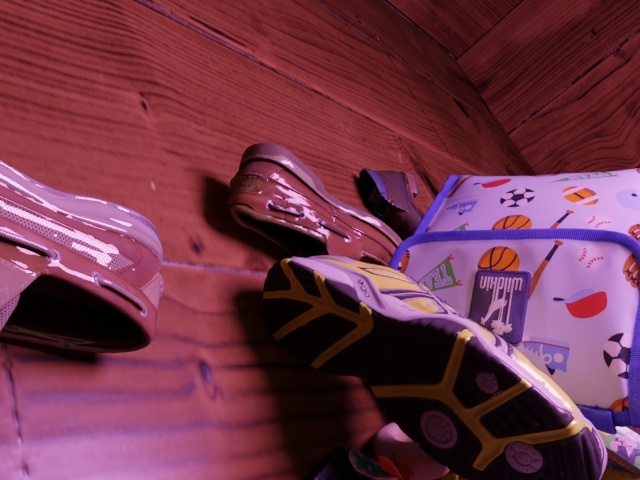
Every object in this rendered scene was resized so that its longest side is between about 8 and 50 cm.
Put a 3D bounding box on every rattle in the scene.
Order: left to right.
[{"bbox_3d":[0.107,0.269,0.647,0.130,0.142,0.200,10,8,21],"label":"rattle"}]

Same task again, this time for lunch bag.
[{"bbox_3d":[0.280,0.066,0.798,0.385,0.328,0.238,-51,130,-41],"label":"lunch bag"}]

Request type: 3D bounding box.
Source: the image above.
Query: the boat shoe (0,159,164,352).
[{"bbox_3d":[-0.241,0.015,0.407,0.324,0.123,0.116,16,45,-45],"label":"boat shoe"}]

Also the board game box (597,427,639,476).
[{"bbox_3d":[0.498,0.371,0.871,0.317,0.046,0.213,33,-21,21],"label":"board game box"}]

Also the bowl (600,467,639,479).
[{"bbox_3d":[0.475,0.469,0.826,0.289,0.289,0.156,44,71,-12],"label":"bowl"}]

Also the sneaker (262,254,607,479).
[{"bbox_3d":[0.116,0.109,0.626,0.385,0.145,0.147,33,31,31],"label":"sneaker"}]

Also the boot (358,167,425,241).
[{"bbox_3d":[0.130,-0.047,1.100,0.106,0.082,0.219,11,46,-19],"label":"boot"}]

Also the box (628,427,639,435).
[{"bbox_3d":[0.570,0.330,0.983,0.167,0.203,0.168,-47,129,-25],"label":"box"}]

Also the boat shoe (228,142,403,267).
[{"bbox_3d":[0.000,0.000,0.811,0.307,0.111,0.104,33,57,-28],"label":"boat shoe"}]

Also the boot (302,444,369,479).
[{"bbox_3d":[0.024,0.260,0.571,0.099,0.045,0.121,52,21,11],"label":"boot"}]
